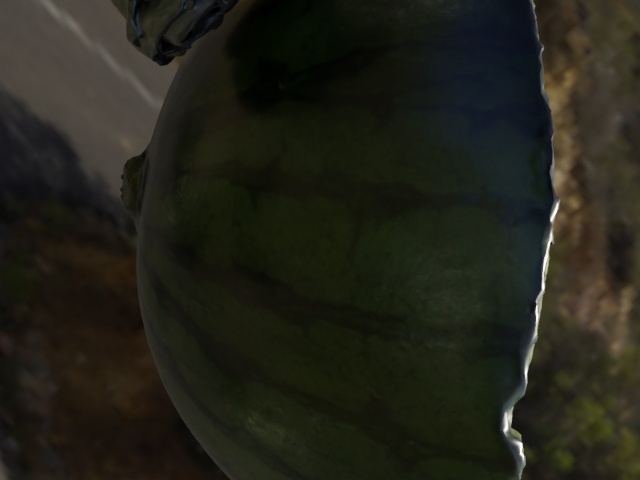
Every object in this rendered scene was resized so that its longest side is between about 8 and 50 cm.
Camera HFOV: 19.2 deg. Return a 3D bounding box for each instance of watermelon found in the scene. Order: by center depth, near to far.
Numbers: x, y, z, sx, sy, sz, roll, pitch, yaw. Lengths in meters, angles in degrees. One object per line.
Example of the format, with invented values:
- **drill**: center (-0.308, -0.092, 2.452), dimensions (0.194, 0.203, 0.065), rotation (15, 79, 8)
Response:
- **watermelon**: center (0.000, 0.000, 0.911), dimensions (0.331, 0.189, 0.330), rotation (174, -90, -87)

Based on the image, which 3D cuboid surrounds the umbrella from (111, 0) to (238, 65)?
- **umbrella**: center (-0.141, -0.239, 0.811), dimensions (0.357, 0.106, 0.113), rotation (57, 19, -3)
